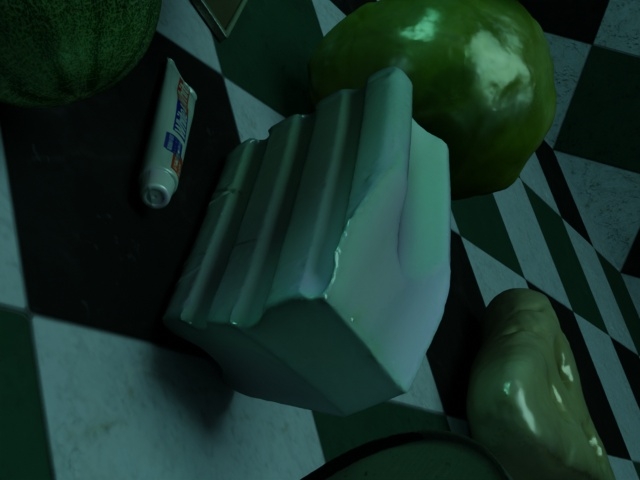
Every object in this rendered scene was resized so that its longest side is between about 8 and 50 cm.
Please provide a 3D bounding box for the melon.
[{"bbox_3d":[-0.206,-0.225,0.644,0.287,0.182,0.182,66,21,8],"label":"melon"}]

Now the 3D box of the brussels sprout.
[{"bbox_3d":[0.151,-0.196,1.249,0.344,0.268,0.344,15,17,-5],"label":"brussels sprout"}]

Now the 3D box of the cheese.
[{"bbox_3d":[0.271,0.195,1.335,0.328,0.130,0.351,32,38,-54],"label":"cheese"}]

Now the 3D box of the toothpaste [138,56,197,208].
[{"bbox_3d":[-0.135,-0.097,0.876,0.052,0.033,0.218,56,18,-31],"label":"toothpaste"}]

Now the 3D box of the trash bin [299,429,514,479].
[{"bbox_3d":[0.128,0.360,0.639,0.432,0.280,0.280,53,24,-18],"label":"trash bin"}]

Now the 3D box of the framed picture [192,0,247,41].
[{"bbox_3d":[-0.153,-0.336,1.118,0.203,0.015,0.150,54,24,-25],"label":"framed picture"}]

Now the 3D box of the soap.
[{"bbox_3d":[0.000,0.000,0.826,0.115,0.208,0.347,54,23,-23],"label":"soap"}]
